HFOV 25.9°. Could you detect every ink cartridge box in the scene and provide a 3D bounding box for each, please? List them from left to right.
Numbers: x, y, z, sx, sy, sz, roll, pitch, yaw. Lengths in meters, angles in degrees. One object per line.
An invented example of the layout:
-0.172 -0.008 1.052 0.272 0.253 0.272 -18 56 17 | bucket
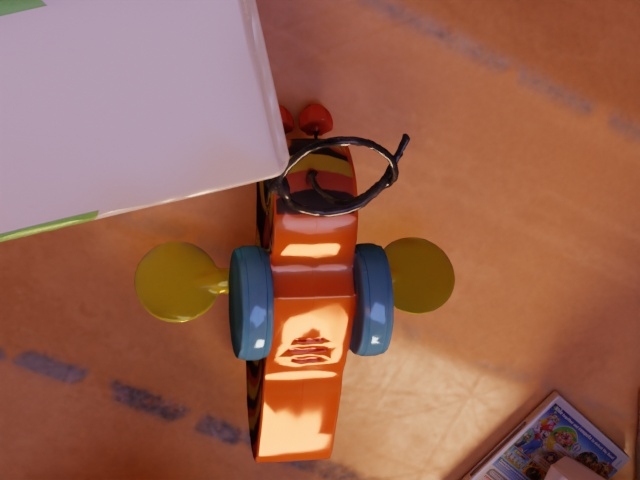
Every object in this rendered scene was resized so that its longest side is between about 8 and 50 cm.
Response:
-0.139 -0.101 0.726 0.198 0.273 0.114 -14 111 -5 | ink cartridge box

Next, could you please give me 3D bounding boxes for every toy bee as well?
0.000 0.000 0.880 0.195 0.162 0.298 15 133 -25 | toy bee

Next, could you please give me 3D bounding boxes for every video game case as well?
0.161 0.180 1.043 0.087 0.011 0.122 41 100 -22 | video game case

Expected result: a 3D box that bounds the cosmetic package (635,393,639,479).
0.358 0.161 1.035 0.231 0.085 0.117 -9 113 -9 | cosmetic package

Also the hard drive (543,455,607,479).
0.194 0.341 1.025 0.203 0.040 0.307 32 112 23 | hard drive
